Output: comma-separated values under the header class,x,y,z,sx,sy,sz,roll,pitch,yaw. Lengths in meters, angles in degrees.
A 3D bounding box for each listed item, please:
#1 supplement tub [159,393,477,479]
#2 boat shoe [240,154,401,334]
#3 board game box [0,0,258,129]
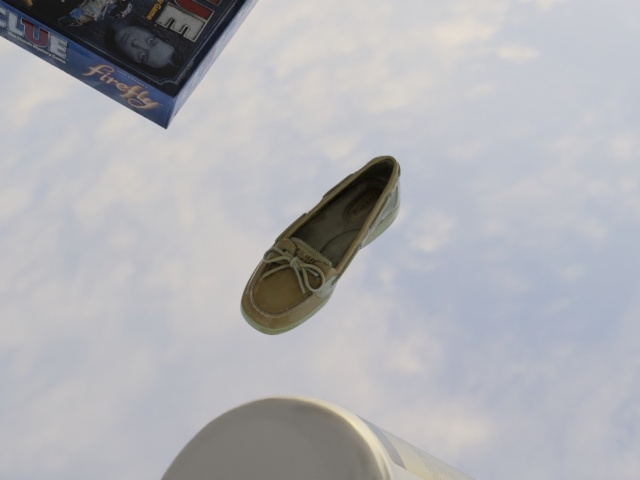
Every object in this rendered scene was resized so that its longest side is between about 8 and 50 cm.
class,x,y,z,sx,sy,sz,roll,pitch,yaw
supplement tub,0.046,0.261,1.011,0.228,0.316,0.228,-26,-132,33
boat shoe,0.002,0.001,0.986,0.056,0.048,0.153,39,-117,18
board game box,-0.127,-0.216,1.112,0.165,0.042,0.243,29,-124,1
